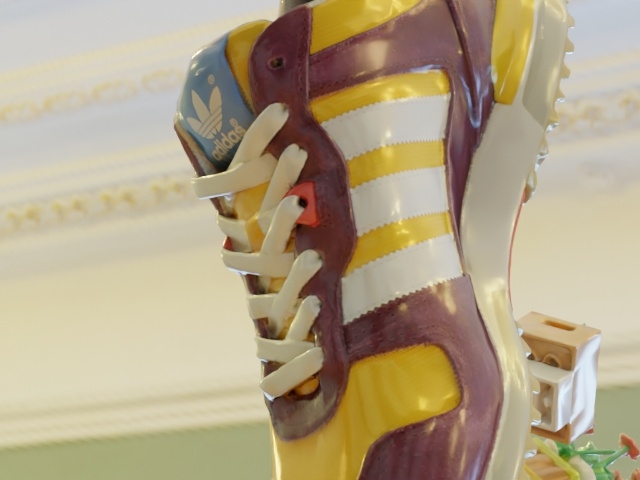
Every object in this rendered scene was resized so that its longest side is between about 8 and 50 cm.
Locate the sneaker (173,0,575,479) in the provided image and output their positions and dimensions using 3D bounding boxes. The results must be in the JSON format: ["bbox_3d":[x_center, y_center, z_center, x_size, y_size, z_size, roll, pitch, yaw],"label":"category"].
[{"bbox_3d":[0.000,0.000,0.351,0.084,0.185,0.069,28,-38,-24],"label":"sneaker"}]

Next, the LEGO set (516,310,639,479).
[{"bbox_3d":[0.139,0.172,0.730,0.107,0.287,0.132,-8,-10,-24],"label":"LEGO set"}]
